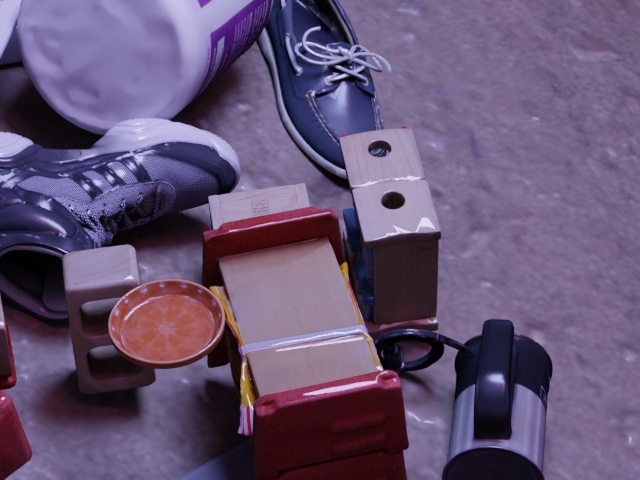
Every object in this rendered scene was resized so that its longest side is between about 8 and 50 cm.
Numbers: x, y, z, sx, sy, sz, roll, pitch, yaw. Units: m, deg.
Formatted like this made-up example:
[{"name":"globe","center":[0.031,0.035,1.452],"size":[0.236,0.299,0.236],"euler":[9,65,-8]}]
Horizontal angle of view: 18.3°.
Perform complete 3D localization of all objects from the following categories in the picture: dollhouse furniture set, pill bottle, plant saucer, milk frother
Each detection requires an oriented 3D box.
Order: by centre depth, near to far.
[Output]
[{"name":"plant saucer","center":[-0.110,0.061,1.420],"size":[0.083,0.013,0.083],"euler":[-2,43,2]},{"name":"dollhouse furniture set","center":[-0.136,0.119,1.484],"size":[0.374,0.152,0.201],"euler":[-10,44,-8]},{"name":"milk frother","center":[0.111,0.140,1.635],"size":[0.143,0.129,0.135],"euler":[-13,37,21]},{"name":"dollhouse furniture set","center":[0.000,0.000,1.703],"size":[0.183,0.129,0.129],"euler":[-8,48,-5]},{"name":"pill bottle","center":[-0.139,-0.218,1.789],"size":[0.169,0.169,0.301],"euler":[30,28,4]}]

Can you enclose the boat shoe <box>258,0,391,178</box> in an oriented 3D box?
[{"name":"boat shoe","center":[0.008,-0.166,1.893],"size":[0.095,0.079,0.254],"euler":[3,46,-25]}]

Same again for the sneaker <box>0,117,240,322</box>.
[{"name":"sneaker","center":[-0.182,-0.013,1.629],"size":[0.268,0.101,0.153],"euler":[-4,50,-22]}]

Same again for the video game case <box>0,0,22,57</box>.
[{"name":"video game case","center":[-0.410,-0.227,1.633],"size":[0.329,0.036,0.300],"euler":[27,37,-12]}]

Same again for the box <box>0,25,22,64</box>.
[{"name":"box","center":[-0.414,-0.270,1.802],"size":[0.232,0.058,0.322],"euler":[-17,58,-38]}]

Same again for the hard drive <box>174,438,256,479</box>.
[{"name":"hard drive","center":[-0.067,0.211,1.511],"size":[0.135,0.022,0.094],"euler":[-25,62,-42]}]
